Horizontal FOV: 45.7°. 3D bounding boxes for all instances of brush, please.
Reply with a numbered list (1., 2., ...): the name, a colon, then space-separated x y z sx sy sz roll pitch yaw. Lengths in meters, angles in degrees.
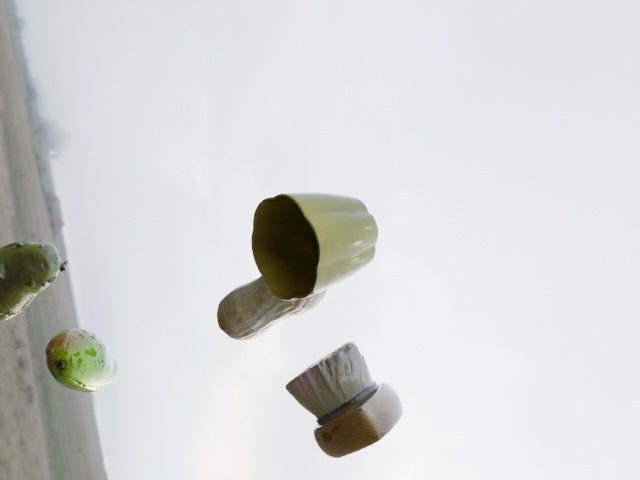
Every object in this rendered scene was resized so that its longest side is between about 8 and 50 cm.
1. brush: 0.048 0.282 1.364 0.166 0.174 0.267 58 -12 5

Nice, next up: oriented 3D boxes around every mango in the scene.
1. mango: -0.489 0.248 1.568 0.233 0.111 0.126 49 41 -72

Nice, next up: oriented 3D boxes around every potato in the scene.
1. potato: -0.541 0.069 1.316 0.117 0.225 0.090 57 17 -14

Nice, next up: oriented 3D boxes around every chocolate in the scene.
1. chocolate: -0.102 0.127 1.685 0.309 0.134 0.134 -34 -121 23

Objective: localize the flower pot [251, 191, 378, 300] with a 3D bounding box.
1. flower pot: 0.000 0.000 1.371 0.195 0.179 0.195 16 -68 48
